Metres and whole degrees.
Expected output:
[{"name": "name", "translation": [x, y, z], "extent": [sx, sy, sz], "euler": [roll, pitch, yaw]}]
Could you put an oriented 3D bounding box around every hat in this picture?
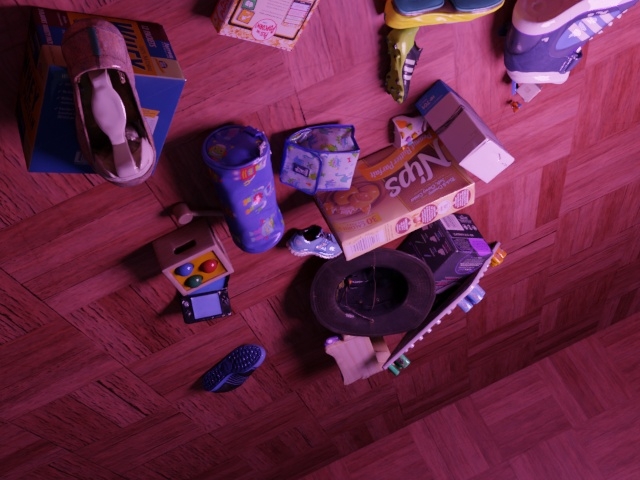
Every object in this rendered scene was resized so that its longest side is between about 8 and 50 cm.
[{"name": "hat", "translation": [0.135, 0.112, 1.870], "extent": [0.331, 0.134, 0.331], "euler": [0, 123, 0]}]

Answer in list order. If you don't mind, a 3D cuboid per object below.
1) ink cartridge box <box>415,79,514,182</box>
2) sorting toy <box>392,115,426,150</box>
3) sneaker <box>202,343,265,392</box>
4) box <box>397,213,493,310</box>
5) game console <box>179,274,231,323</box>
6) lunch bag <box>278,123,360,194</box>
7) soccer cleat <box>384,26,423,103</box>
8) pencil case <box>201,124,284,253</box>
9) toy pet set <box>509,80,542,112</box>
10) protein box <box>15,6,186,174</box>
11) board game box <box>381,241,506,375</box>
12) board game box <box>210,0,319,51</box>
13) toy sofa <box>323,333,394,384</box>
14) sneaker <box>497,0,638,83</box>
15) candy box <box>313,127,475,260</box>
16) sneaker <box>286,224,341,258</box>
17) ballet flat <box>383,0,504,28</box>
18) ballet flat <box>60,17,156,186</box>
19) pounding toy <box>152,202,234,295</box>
[{"name": "ink cartridge box", "translation": [0.302, -0.228, 1.477], "extent": [0.082, 0.191, 0.139], "euler": [-41, 145, 22]}, {"name": "sorting toy", "translation": [0.197, -0.239, 1.529], "extent": [0.075, 0.045, 0.083], "euler": [-27, 149, -11]}, {"name": "sneaker", "translation": [-0.238, 0.376, 2.061], "extent": [0.232, 0.081, 0.090], "euler": [-33, 151, 23]}, {"name": "box", "translation": [0.313, 0.063, 1.945], "extent": [0.165, 0.143, 0.270], "euler": [3, 138, -40]}, {"name": "game console", "translation": [-0.273, 0.137, 1.699], "extent": [0.122, 0.107, 0.071], "euler": [-9, 172, -25]}, {"name": "lunch bag", "translation": [-0.006, -0.166, 1.444], "extent": [0.151, 0.096, 0.129], "euler": [-2, 145, -12]}, {"name": "soccer cleat", "translation": [0.162, -0.337, 1.350], "extent": [0.072, 0.060, 0.179], "euler": [-32, 150, -16]}, {"name": "pencil case", "translation": [-0.144, -0.103, 1.402], "extent": [0.133, 0.119, 0.306], "euler": [-40, 152, -20]}, {"name": "toy pet set", "translation": [0.453, -0.346, 1.566], "extent": [0.122, 0.065, 0.114], "euler": [-46, 178, 32]}, {"name": "protein box", "translation": [-0.341, -0.218, 1.074], "extent": [0.199, 0.136, 0.201], "euler": [-2, 140, -34]}, {"name": "board game box", "translation": [0.376, 0.201, 2.091], "extent": [0.390, 0.050, 0.390], "euler": [-49, 174, 30]}, {"name": "board game box", "translation": [-0.067, -0.399, 1.101], "extent": [0.146, 0.045, 0.193], "euler": [2, 138, -39]}, {"name": "toy sofa", "translation": [0.099, 0.287, 2.107], "extent": [0.177, 0.150, 0.362], "euler": [-23, 148, 1]}, {"name": "sneaker", "translation": [0.513, -0.433, 1.412], "extent": [0.322, 0.130, 0.236], "euler": [-26, 153, -4]}, {"name": "candy box", "translation": [0.157, -0.106, 1.554], "extent": [0.316, 0.183, 0.088], "euler": [-24, 149, -5]}, {"name": "sneaker", "translation": [0.000, 0.000, 1.707], "extent": [0.162, 0.063, 0.073], "euler": [-2, 137, -35]}, {"name": "ballet flat", "translation": [0.217, -0.421, 1.266], "extent": [0.230, 0.077, 0.077], "euler": [-13, 167, -17]}, {"name": "ballet flat", "translation": [-0.288, -0.153, 0.975], "extent": [0.107, 0.106, 0.316], "euler": [-19, 147, -11]}, {"name": "pounding toy", "translation": [-0.258, 0.010, 1.501], "extent": [0.181, 0.094, 0.206], "euler": [-26, 149, -2]}]
